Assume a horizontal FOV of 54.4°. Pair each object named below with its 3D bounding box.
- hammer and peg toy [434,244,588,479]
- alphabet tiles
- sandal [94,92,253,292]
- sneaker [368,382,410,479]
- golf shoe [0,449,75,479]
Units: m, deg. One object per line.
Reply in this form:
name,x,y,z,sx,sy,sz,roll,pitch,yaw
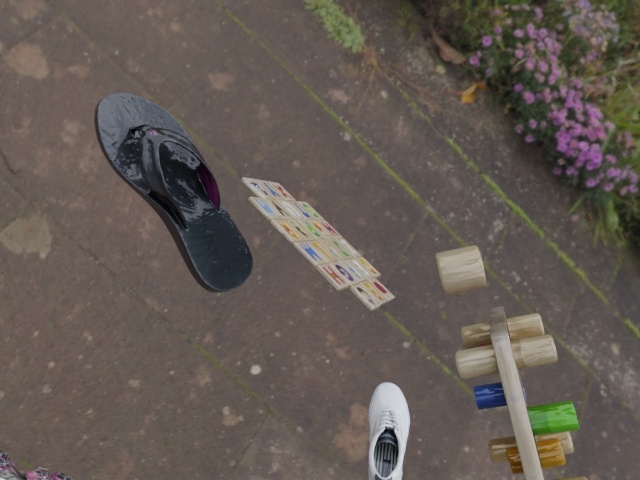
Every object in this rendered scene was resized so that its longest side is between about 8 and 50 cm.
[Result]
hammer and peg toy,0.269,0.177,0.877,0.266,0.127,0.361,-4,80,-75
alphabet tiles,0.000,0.000,1.187,0.342,0.011,0.285,45,14,13
sandal,-0.262,-0.104,1.212,0.167,0.107,0.445,-42,104,-36
sneaker,0.150,0.414,1.338,0.094,0.091,0.258,4,48,1
golf shoe,-0.358,0.277,0.677,0.186,0.067,0.086,33,77,-18
